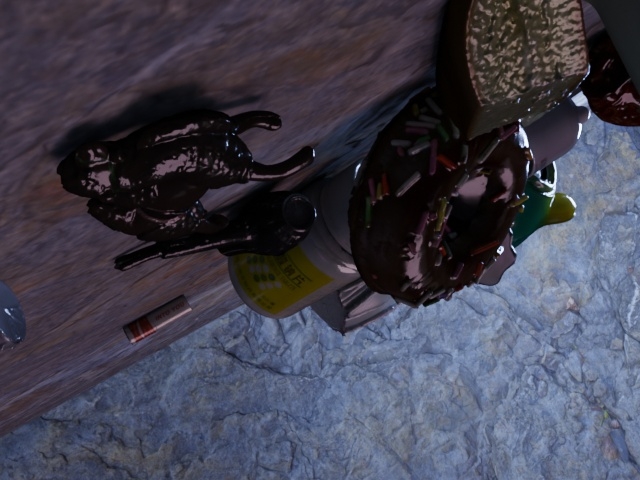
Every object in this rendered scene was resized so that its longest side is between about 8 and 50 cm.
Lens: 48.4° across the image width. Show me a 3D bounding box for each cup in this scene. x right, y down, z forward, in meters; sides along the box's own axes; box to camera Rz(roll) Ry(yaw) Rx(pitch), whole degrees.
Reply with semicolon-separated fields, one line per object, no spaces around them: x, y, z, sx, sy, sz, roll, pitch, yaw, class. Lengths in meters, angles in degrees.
0.391;-0.200;1.295;0.142;0.134;0.173;-31;175;-10;cup

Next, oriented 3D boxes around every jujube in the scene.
0.495;-0.261;1.135;0.236;0.168;0.168;-10;163;-45;jujube

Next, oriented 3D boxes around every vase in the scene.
0.156;0.002;1.562;0.445;0.250;0.250;-33;178;-25;vase

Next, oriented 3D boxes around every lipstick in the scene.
-0.313;0.153;1.375;0.130;0.038;0.038;-30;176;-11;lipstick

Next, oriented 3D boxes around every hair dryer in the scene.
-0.131;0.002;0.799;0.219;0.075;0.195;-14;177;-34;hair dryer

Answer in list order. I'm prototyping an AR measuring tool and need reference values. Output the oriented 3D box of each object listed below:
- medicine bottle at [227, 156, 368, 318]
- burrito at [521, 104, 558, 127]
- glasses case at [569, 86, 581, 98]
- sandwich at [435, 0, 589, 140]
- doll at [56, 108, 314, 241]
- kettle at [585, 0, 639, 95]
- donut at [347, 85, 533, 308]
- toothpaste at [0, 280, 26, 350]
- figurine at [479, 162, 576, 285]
0.000;0.000;0.971;0.258;0.143;0.143;-33;175;37;medicine bottle
0.261;-0.176;1.161;0.309;0.066;0.096;-29;-179;0;burrito
0.497;-0.309;1.382;0.072;0.042;0.190;-36;179;-24;glasses case
0.151;-0.148;0.595;0.094;0.096;0.258;-24;174;4;sandwich
-0.093;-0.042;0.451;0.139;0.057;0.165;-31;167;40;doll
0.303;-0.199;0.603;0.098;0.148;0.127;-24;175;-36;kettle
0.142;-0.046;0.800;0.269;0.103;0.270;-30;136;-33;donut
-0.332;0.095;0.510;0.234;0.057;0.089;-23;174;-1;toothpaste
0.341;-0.086;1.426;0.340;0.323;0.231;-49;165;-41;figurine
